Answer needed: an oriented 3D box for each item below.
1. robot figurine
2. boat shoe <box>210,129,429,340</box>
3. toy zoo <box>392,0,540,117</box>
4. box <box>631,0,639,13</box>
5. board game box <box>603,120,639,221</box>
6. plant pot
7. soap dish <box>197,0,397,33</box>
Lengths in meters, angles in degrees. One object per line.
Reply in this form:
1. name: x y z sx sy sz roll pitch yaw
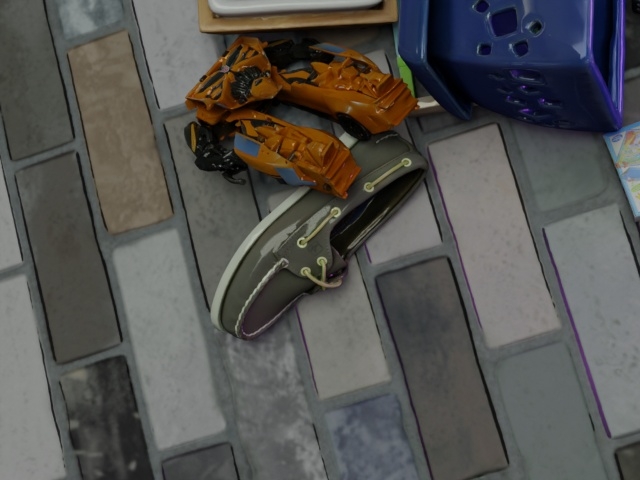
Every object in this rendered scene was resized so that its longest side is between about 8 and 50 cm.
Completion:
1. robot figurine: -0.038 -0.153 1.624 0.291 0.085 0.211 23 68 43
2. boat shoe: -0.001 -0.002 1.622 0.091 0.109 0.305 38 84 28
3. toy zoo: 0.175 -0.302 1.695 0.192 0.030 0.293 -9 76 10
4. box: 0.472 -0.341 1.626 0.175 0.051 0.220 20 83 16
5. board game box: 0.406 -0.095 1.598 0.154 0.026 0.103 -20 74 7
6. plant pot: 0.207 -0.253 1.545 0.212 0.236 0.236 -1 77 19
7. soap dish: -0.035 -0.377 1.694 0.228 0.118 0.291 -4 76 -2
